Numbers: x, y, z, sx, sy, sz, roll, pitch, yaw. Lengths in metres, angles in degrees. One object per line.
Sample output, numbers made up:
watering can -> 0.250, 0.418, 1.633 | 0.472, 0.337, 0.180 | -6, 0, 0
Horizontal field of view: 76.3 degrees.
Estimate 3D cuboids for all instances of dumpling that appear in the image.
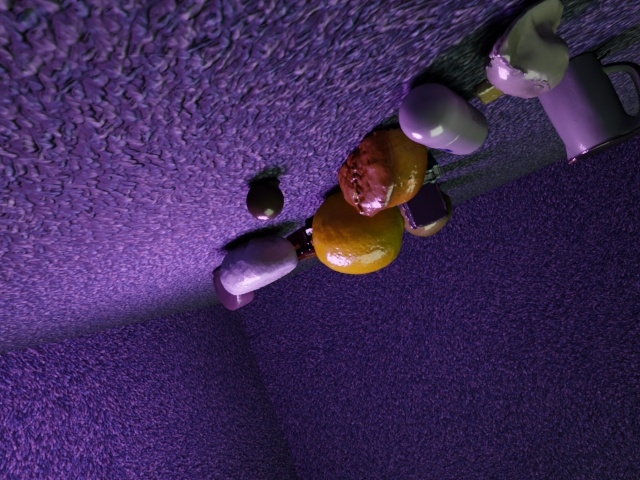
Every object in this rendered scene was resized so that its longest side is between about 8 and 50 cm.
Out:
dumpling -> 0.412, -0.369, 0.789 | 0.247, 0.142, 0.172 | 3, 120, -56

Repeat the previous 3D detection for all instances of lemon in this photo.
lemon -> 0.134, -0.037, 1.473 | 0.349, 0.347, 0.348 | -21, 172, -3

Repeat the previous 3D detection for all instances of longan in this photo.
longan -> -0.143, -0.110, 1.077 | 0.119, 0.106, 0.106 | -64, 162, 8

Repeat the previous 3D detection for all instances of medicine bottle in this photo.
medicine bottle -> 0.293, -0.279, 0.957 | 0.130, 0.130, 0.341 | -27, 171, 32

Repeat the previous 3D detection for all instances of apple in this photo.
apple -> 0.563, -0.150, 2.189 | 0.280, 0.278, 0.279 | -21, 172, -3

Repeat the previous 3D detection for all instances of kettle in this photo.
kettle -> 0.741, -0.370, 1.102 | 0.165, 0.255, 0.240 | -12, 167, -41

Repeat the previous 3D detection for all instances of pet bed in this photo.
pet bed -> 0.455, -0.171, 1.814 | 0.184, 0.210, 0.159 | -24, -179, 5

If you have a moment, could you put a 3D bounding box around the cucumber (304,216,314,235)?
cucumber -> 0.062, -0.106, 1.687 | 0.301, 0.071, 0.072 | -25, 171, 23

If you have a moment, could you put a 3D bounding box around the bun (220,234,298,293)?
bun -> -0.269, 0.094, 1.708 | 0.355, 0.194, 0.354 | -24, 171, -4

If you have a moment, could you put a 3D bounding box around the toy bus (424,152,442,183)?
toy bus -> 0.341, -0.240, 1.463 | 0.161, 0.091, 0.079 | -24, 142, 11

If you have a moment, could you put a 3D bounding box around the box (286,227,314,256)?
box -> -0.001, 0.000, 2.065 | 0.416, 0.115, 0.264 | -15, 170, -44

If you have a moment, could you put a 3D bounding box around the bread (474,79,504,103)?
bread -> 0.423, -0.375, 1.011 | 0.070, 0.035, 0.083 | -28, 163, 35

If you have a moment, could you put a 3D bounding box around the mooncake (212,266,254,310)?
mooncake -> -0.438, 0.230, 2.044 | 0.134, 0.244, 0.245 | -20, 173, -44

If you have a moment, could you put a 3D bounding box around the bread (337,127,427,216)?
bread -> 0.180, -0.177, 1.159 | 0.195, 0.178, 0.340 | -19, 172, -21
